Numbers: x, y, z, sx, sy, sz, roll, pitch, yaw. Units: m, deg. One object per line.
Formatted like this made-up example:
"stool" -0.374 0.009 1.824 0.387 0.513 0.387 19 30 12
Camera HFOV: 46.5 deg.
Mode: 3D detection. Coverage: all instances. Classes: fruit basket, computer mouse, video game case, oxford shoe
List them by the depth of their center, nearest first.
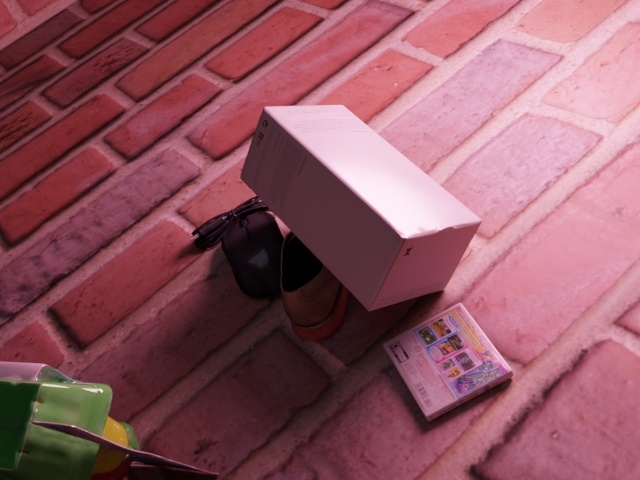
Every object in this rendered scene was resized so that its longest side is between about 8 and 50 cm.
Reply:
"fruit basket" -0.363 0.277 1.054 0.327 0.353 0.165 -2 71 24
"video game case" 0.190 0.181 1.133 0.143 0.019 0.157 -28 42 -3
"oxford shoe" 0.000 0.000 1.315 0.123 0.130 0.348 -11 44 16
"computer mouse" -0.138 0.004 1.420 0.189 0.072 0.272 -30 43 -7

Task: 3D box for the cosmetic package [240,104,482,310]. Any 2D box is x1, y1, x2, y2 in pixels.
"cosmetic package" 0.056 -0.071 1.231 0.197 0.155 0.365 -9 45 -41
